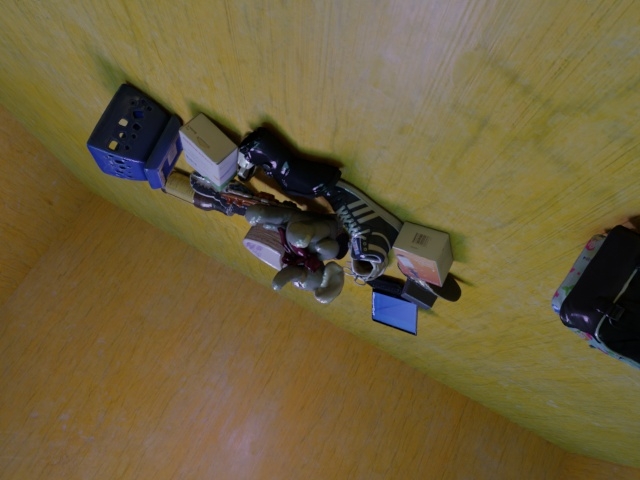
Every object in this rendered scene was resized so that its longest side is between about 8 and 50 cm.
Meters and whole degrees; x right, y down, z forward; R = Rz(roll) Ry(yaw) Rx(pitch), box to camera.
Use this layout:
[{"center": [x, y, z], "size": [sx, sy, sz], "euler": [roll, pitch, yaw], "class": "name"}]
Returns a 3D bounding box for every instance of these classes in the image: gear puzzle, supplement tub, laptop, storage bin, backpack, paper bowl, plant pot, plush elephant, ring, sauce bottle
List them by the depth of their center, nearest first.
[{"center": [0.582, 0.117, 0.824], "size": [0.253, 0.225, 0.191], "euler": [29, -175, -12], "class": "backpack"}, {"center": [-0.056, 0.044, 1.332], "size": [0.271, 0.256, 0.329], "euler": [22, -164, 38], "class": "plush elephant"}, {"center": [-0.570, -0.311, 1.441], "size": [0.212, 0.236, 0.236], "euler": [25, 164, -8], "class": "plant pot"}, {"center": [-0.129, -0.125, 1.457], "size": [0.338, 0.044, 0.175], "euler": [16, 179, -6], "class": "gear puzzle"}, {"center": [-0.179, -0.099, 1.533], "size": [0.336, 0.032, 0.336], "euler": [16, 179, 0], "class": "ring"}, {"center": [0.349, 0.174, 1.552], "size": [0.135, 0.091, 0.098], "euler": [28, 162, 3], "class": "storage bin"}, {"center": [0.000, 0.000, 1.595], "size": [0.197, 0.106, 0.106], "euler": [15, 157, 39], "class": "supplement tub"}, {"center": [-0.160, 0.018, 1.826], "size": [0.284, 0.148, 0.284], "euler": [26, 163, 9], "class": "paper bowl"}, {"center": [0.261, 0.256, 1.833], "size": [0.234, 0.137, 0.264], "euler": [12, 162, 43], "class": "laptop"}, {"center": [-0.497, -0.186, 1.850], "size": [0.344, 0.111, 0.111], "euler": [24, 162, 19], "class": "sauce bottle"}]

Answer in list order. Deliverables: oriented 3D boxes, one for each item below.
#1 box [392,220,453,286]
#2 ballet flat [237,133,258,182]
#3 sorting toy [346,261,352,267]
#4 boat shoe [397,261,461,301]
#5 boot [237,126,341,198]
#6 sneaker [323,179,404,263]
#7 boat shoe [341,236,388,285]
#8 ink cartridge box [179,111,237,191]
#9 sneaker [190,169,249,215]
[{"center": [0.293, 0.040, 1.272], "size": [0.130, 0.091, 0.170], "euler": [19, 159, 30], "class": "box"}, {"center": [-0.214, -0.232, 1.342], "size": [0.080, 0.073, 0.232], "euler": [32, 162, 0], "class": "ballet flat"}, {"center": [0.145, 0.107, 1.817], "size": [0.062, 0.012, 0.083], "euler": [43, 162, -24], "class": "sorting toy"}, {"center": [0.345, 0.120, 1.443], "size": [0.223, 0.080, 0.073], "euler": [33, 168, 7], "class": "boat shoe"}, {"center": [-0.089, -0.206, 1.179], "size": [0.207, 0.094, 0.246], "euler": [40, 160, -33], "class": "boot"}, {"center": [0.088, -0.047, 1.246], "size": [0.282, 0.153, 0.099], "euler": [32, 162, -9], "class": "sneaker"}, {"center": [0.144, 0.077, 1.495], "size": [0.135, 0.157, 0.367], "euler": [25, 161, 15], "class": "boat shoe"}, {"center": [-0.335, -0.263, 1.369], "size": [0.154, 0.093, 0.212], "euler": [43, 164, 3], "class": "ink cartridge box"}, {"center": [-0.353, -0.189, 1.686], "size": [0.275, 0.107, 0.110], "euler": [31, -169, -16], "class": "sneaker"}]
